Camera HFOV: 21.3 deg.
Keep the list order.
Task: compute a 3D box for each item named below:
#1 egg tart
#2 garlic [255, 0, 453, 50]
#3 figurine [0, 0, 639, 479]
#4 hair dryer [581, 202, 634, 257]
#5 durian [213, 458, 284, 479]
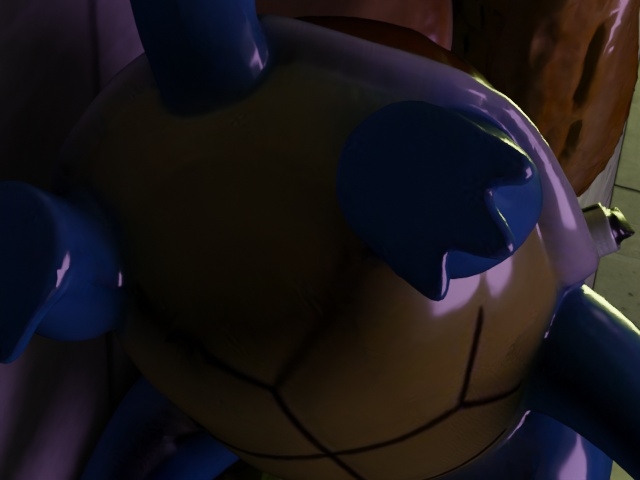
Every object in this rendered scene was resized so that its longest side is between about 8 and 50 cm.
[{"bbox_3d":[0.127,-0.222,0.981,0.443,0.178,0.443,18,90,-84],"label":"egg tart"},{"bbox_3d":[-0.001,-0.111,0.843,0.115,0.128,0.206,146,-43,-77],"label":"garlic"},{"bbox_3d":[-0.007,0.014,0.673,0.243,0.298,0.416,-80,150,-58],"label":"figurine"},{"bbox_3d":[0.083,0.028,1.073,0.131,0.236,0.073,44,31,-74],"label":"hair dryer"},{"bbox_3d":[-0.038,0.070,0.882,0.132,0.107,0.375,97,20,-52],"label":"durian"}]
